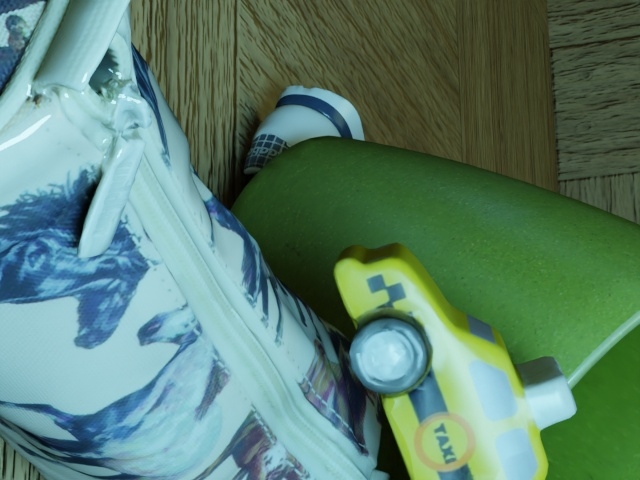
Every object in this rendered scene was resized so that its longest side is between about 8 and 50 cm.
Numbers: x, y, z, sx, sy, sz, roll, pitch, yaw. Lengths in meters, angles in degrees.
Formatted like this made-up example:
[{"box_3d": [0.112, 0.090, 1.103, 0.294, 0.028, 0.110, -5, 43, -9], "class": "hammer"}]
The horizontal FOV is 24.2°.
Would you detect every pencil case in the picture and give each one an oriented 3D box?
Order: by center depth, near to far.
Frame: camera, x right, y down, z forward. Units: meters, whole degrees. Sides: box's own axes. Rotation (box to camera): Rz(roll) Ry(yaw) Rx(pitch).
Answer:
[{"box_3d": [-0.091, 0.021, 0.634, 0.160, 0.183, 0.410, -55, 148, -17], "class": "pencil case"}]

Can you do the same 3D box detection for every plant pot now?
[{"box_3d": [0.075, 0.060, 0.944, 0.275, 0.293, 0.275, -31, 141, -29], "class": "plant pot"}]

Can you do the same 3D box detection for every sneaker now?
[{"box_3d": [0.000, 0.000, 1.127, 0.095, 0.090, 0.235, -61, 140, -41], "class": "sneaker"}]

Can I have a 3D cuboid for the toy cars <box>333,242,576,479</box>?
[{"box_3d": [0.096, 0.160, 0.637, 0.176, 0.087, 0.394, 61, 11, -52], "class": "toy cars"}]
